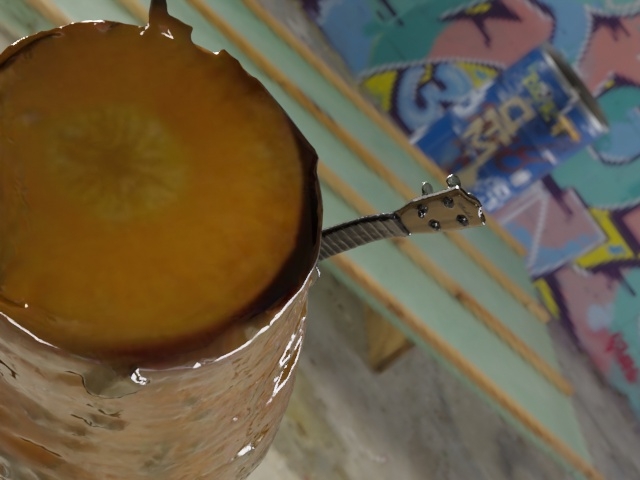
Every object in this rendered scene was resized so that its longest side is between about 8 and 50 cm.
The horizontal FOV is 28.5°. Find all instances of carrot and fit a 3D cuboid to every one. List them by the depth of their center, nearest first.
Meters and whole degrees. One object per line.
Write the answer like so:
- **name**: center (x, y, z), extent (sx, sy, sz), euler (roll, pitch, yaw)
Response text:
- **carrot**: center (-0.113, 0.045, 0.730), extent (0.224, 0.224, 0.340), euler (59, -24, 17)

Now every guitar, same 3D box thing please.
- **guitar**: center (0.001, -0.002, 0.868), extent (0.084, 0.271, 0.038), euler (41, 48, -33)
